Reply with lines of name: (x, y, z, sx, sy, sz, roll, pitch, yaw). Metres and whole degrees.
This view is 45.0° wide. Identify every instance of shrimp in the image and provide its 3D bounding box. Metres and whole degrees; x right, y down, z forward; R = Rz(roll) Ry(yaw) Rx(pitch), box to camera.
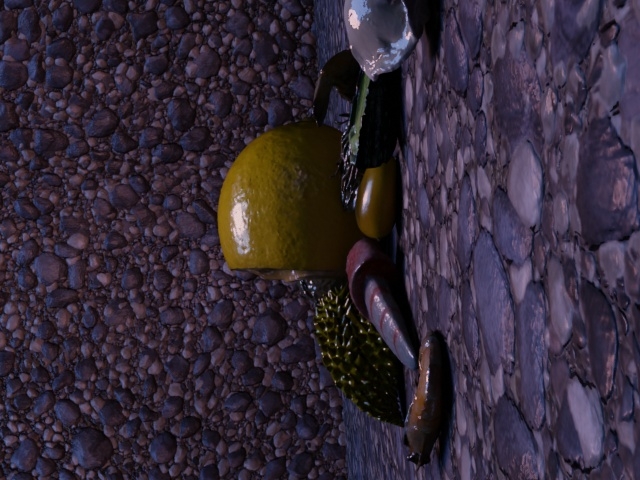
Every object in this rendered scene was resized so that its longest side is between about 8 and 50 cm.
shrimp: (0.041, -0.194, 1.384, 0.058, 0.169, 0.296, 22, 107, 48)
shrimp: (0.153, 0.235, 1.127, 0.143, 0.052, 0.251, -81, -1, -52)

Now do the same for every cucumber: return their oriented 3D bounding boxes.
cucumber: (0.093, -0.220, 1.300, 0.115, 0.085, 0.193, -113, 25, -79)

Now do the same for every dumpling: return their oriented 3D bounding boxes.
dumpling: (0.095, -0.293, 0.982, 0.127, 0.108, 0.188, 35, 119, 54)

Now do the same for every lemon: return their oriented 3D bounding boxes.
lemon: (-0.042, -0.085, 1.603, 0.364, 0.364, 0.364, 176, 90, -87)

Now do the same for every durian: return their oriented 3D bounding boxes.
durian: (0.080, 0.217, 1.579, 0.352, 0.158, 0.169, -103, -4, -47)

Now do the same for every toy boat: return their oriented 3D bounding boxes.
toy boat: (0.126, 0.140, 1.367, 0.282, 0.096, 0.206, -117, 13, -50)

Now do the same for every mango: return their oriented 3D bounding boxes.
mango: (0.103, -0.079, 1.378, 0.103, 0.076, 0.161, -85, 1, -60)

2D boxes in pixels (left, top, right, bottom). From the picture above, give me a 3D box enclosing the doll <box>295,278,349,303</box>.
doll: (0.000, 0.000, 2.083, 0.247, 0.247, 0.350, 96, 159, -76)
